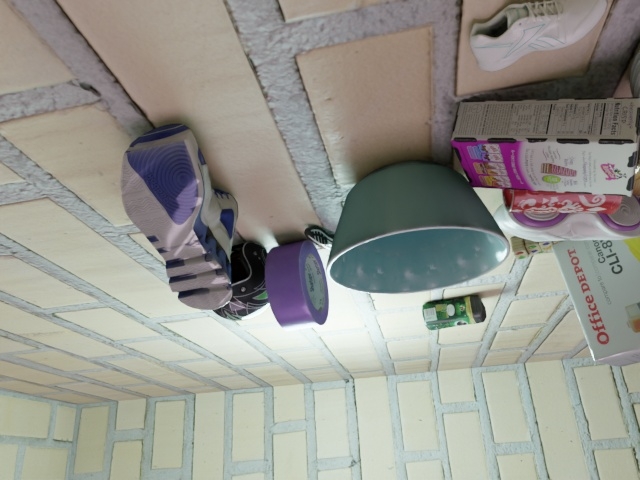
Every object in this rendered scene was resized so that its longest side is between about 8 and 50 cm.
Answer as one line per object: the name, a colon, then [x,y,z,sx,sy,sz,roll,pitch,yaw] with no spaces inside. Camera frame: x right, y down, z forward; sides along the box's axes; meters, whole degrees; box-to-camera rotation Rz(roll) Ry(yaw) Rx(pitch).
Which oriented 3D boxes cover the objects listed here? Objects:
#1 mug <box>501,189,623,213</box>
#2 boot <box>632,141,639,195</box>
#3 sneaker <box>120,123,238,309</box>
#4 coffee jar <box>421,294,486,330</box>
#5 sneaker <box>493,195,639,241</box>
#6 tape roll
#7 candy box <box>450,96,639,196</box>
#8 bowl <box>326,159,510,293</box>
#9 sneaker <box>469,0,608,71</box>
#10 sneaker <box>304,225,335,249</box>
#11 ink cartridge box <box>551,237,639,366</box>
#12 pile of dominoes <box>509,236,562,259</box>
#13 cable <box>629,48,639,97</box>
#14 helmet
mug: [0.400,-0.103,0.895,0.169,0.113,0.150,-2,160,8]
boot: [0.592,-0.130,0.852,0.207,0.090,0.248,0,169,19]
sneaker: [-0.219,-0.055,0.894,0.128,0.182,0.315,-7,126,3]
coffee jar: [0.412,0.222,1.650,0.185,0.079,0.096,-12,151,20]
sneaker: [0.486,-0.055,1.046,0.305,0.114,0.152,3,169,-6]
tape roll: [-0.047,0.098,1.173,0.080,0.188,0.189,-12,155,17]
candy box: [0.324,-0.133,0.774,0.234,0.071,0.159,8,163,29]
bowl: [0.161,-0.028,0.956,0.312,0.163,0.311,-3,156,-1]
sneaker: [0.245,-0.247,0.616,0.152,0.053,0.061,-18,149,30]
sneaker: [0.000,0.000,1.144,0.044,0.040,0.109,-20,151,35]
ink cartridge box: [0.715,0.071,1.084,0.160,0.279,0.385,18,143,-42]
pile of dominoes: [0.565,-0.007,1.214,0.251,0.040,0.196,-15,153,25]
cable: [0.526,-0.207,0.652,0.257,0.089,0.257,24,150,-25]
helmet: [-0.177,0.097,1.184,0.170,0.161,0.169,-3,156,-1]
